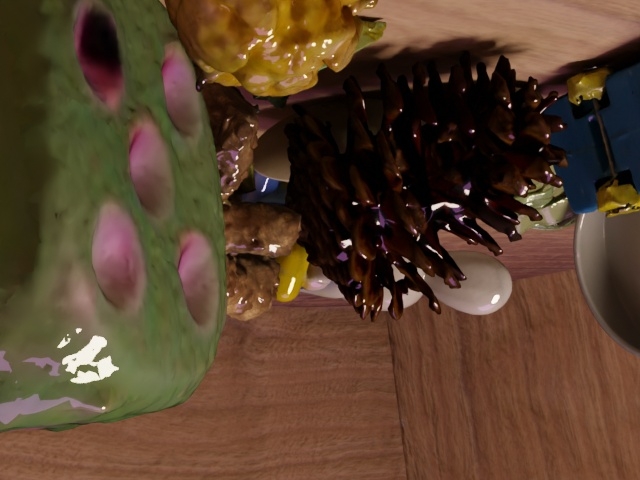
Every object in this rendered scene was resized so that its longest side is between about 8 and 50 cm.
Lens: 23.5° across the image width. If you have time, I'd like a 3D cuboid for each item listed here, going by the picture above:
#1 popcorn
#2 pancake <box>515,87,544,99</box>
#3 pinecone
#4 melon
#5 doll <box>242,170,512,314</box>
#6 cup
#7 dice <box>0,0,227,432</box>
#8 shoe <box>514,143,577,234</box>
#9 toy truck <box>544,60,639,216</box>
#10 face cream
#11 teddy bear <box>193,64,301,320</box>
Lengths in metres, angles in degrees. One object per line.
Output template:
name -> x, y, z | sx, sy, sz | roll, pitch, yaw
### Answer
popcorn -> -0.036, -0.161, 0.966 | 0.152, 0.148, 0.167 | -41, -172, 4
pancake -> 0.156, -0.082, 1.700 | 0.254, 0.037, 0.253 | -32, 158, -15
pinecone -> 0.106, -0.063, 1.476 | 0.292, 0.246, 0.246 | -28, 172, 1
melon -> -0.013, -0.163, 1.390 | 0.114, 0.053, 0.262 | -24, -179, -14
doll -> 0.000, -0.009, 1.908 | 0.366, 0.187, 0.376 | 4, 177, -41
cup -> 0.522, -0.034, 1.936 | 0.275, 0.356, 0.259 | -9, -142, -36
dice -> -0.262, -0.019, 1.084 | 0.322, 0.330, 0.318 | -8, 171, 17
shoe -> 0.292, -0.078, 2.031 | 0.140, 0.128, 0.262 | -23, 171, 15
toy truck -> 0.383, -0.127, 1.535 | 0.162, 0.161, 0.385 | -13, 175, -29
face cream -> 0.080, -0.098, 1.746 | 0.174, 0.081, 0.348 | -17, 169, 27
teddy bear -> -0.117, -0.060, 1.456 | 0.222, 0.246, 0.296 | -54, 161, 14
